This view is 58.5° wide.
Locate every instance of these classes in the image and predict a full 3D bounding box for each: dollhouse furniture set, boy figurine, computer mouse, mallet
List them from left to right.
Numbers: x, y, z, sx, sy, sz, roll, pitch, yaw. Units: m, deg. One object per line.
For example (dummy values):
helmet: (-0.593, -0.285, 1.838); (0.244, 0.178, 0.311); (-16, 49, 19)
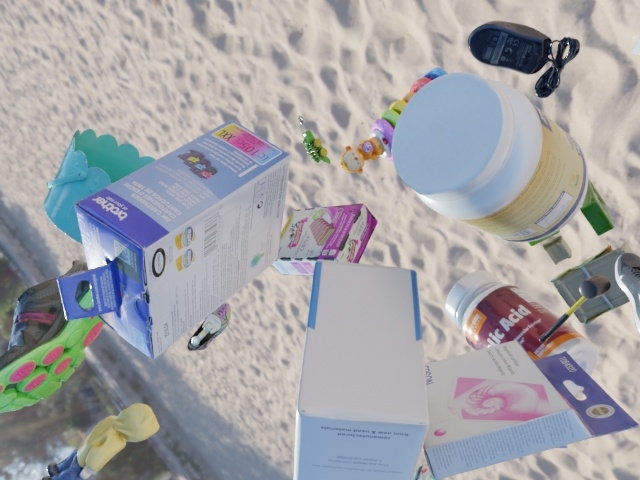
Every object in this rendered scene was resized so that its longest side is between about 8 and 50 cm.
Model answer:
boy figurine: (-0.510, 0.483, 1.345); (0.092, 0.285, 0.177); (55, 175, -15)
computer mouse: (0.530, -0.509, 1.528); (0.272, 0.072, 0.188); (23, 144, 6)
mallet: (0.492, 0.142, 1.131); (0.039, 0.062, 0.190); (52, 126, 29)
dollhouse furniture set: (0.669, 0.029, 1.446); (0.197, 0.151, 0.301); (-33, 104, 28)

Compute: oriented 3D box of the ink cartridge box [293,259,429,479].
ink cartridge box: (0.050, 0.273, 0.890); (0.166, 0.285, 0.395); (5, 129, 1)

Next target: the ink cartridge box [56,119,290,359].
ink cartridge box: (-0.234, 0.007, 0.953); (0.151, 0.395, 0.270); (30, 136, 19)

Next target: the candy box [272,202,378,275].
candy box: (0.000, 0.000, 1.328); (0.233, 0.159, 0.071); (-4, 140, 45)

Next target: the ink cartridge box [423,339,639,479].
ink cartridge box: (0.333, 0.277, 1.037); (0.324, 0.330, 0.071); (-71, -37, -80)

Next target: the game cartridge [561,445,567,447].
game cartridge: (0.657, 0.539, 1.603); (0.056, 0.083, 0.017); (-3, 144, 7)

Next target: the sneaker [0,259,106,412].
sneaker: (-0.711, 0.235, 1.480); (0.202, 0.483, 0.185); (18, 135, 15)

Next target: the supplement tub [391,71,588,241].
supplement tub: (0.289, -0.132, 0.966); (0.316, 0.228, 0.228); (16, -173, -46)

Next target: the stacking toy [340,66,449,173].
stacking toy: (0.173, -0.239, 1.272); (0.175, 0.302, 0.166); (61, 169, -8)

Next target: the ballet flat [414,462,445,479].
ballet flat: (0.256, 0.597, 1.365); (0.077, 0.091, 0.241); (16, 153, 14)

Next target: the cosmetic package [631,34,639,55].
cosmetic package: (0.781, -0.389, 1.175); (0.239, 0.099, 0.060); (30, 152, 16)

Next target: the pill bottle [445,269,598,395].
pill bottle: (0.544, 0.261, 1.604); (0.392, 0.224, 0.224); (46, 158, 49)

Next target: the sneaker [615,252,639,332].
sneaker: (0.703, 0.072, 1.207); (0.086, 0.226, 0.163); (-1, 134, 5)

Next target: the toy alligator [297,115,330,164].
toy alligator: (-0.034, -0.316, 1.869); (0.190, 0.051, 0.056); (54, 155, -21)

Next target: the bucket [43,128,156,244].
bucket: (-0.485, -0.108, 1.325); (0.281, 0.183, 0.281); (35, -166, -10)

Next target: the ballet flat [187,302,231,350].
ballet flat: (-0.367, 0.291, 1.861); (0.077, 0.079, 0.221); (44, 117, 7)
